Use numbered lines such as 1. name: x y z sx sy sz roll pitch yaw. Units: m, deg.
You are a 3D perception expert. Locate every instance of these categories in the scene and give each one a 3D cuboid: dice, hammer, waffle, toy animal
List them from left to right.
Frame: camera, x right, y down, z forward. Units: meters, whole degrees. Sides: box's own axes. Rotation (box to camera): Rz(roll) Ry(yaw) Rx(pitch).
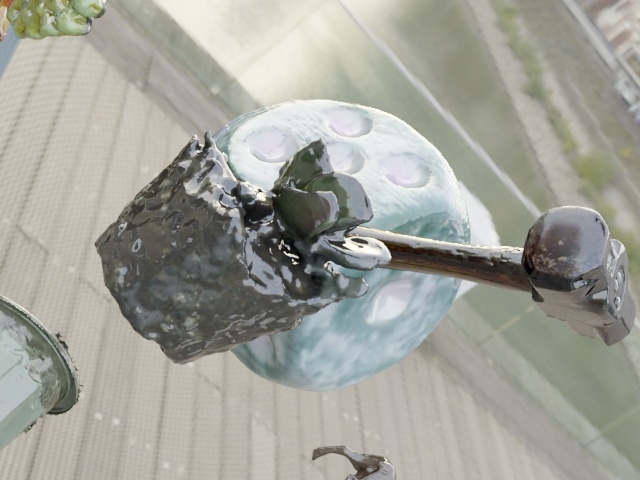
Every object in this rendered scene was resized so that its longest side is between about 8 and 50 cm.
1. waffle: -0.213 -0.252 0.961 0.036 0.169 0.184 30 -10 -38
2. dice: 0.000 0.000 1.664 0.331 0.327 0.348 -22 48 -32
3. toy animal: 0.062 0.379 1.459 0.186 0.214 0.093 9 30 -14
4. hammer: 0.155 0.029 1.287 0.242 0.409 0.095 44 56 -62

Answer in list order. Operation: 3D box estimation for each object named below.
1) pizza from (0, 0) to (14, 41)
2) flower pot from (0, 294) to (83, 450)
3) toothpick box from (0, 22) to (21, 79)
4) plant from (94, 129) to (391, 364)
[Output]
1. pizza: -0.374 -0.317 1.304 0.075 0.279 0.287 28 21 -5
2. flower pot: -0.566 0.252 1.745 0.290 0.290 0.259 48 47 -13
3. toothpick box: -0.590 -0.440 1.872 0.263 0.354 0.263 29 24 -15
4. plant: -0.083 -0.003 1.142 0.188 0.276 0.199 59 3 -44
